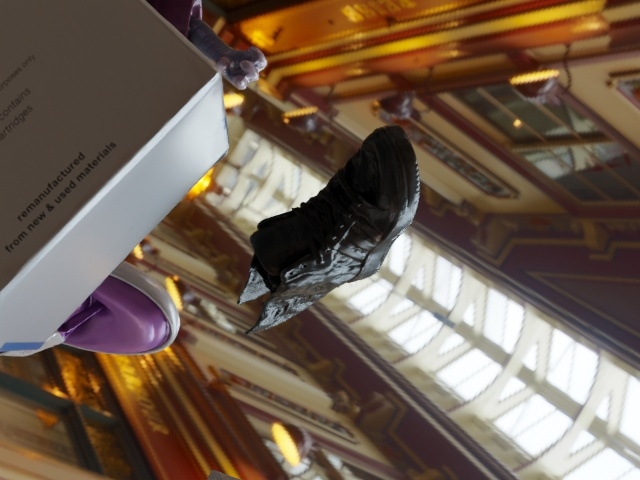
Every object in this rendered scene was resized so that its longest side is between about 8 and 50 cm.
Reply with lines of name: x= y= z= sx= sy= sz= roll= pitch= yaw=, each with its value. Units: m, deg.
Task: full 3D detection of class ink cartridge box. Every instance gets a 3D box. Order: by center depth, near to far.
ink cartridge box: x=-0.186 y=-0.082 z=0.469 sx=0.168 sy=0.232 sz=0.171 roll=-47 pitch=179 yaw=-6

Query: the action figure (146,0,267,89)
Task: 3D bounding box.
action figure: x=-0.168 y=-0.241 z=0.691 sx=0.370 sy=0.248 sz=0.276 roll=-44 pitch=-127 yaw=24

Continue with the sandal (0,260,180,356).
sandal: x=-0.346 y=0.066 z=0.979 sx=0.416 sy=0.169 sz=0.102 roll=12 pitch=-128 yaw=13

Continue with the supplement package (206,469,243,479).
supplement package: x=-0.158 y=0.530 z=1.532 sx=0.203 sy=0.149 sz=0.194 roll=-87 pitch=-157 yaw=-57

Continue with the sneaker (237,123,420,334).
sneaker: x=-0.001 y=-0.002 z=0.581 sx=0.170 sy=0.089 sz=0.051 roll=108 pitch=-37 yaw=-56
